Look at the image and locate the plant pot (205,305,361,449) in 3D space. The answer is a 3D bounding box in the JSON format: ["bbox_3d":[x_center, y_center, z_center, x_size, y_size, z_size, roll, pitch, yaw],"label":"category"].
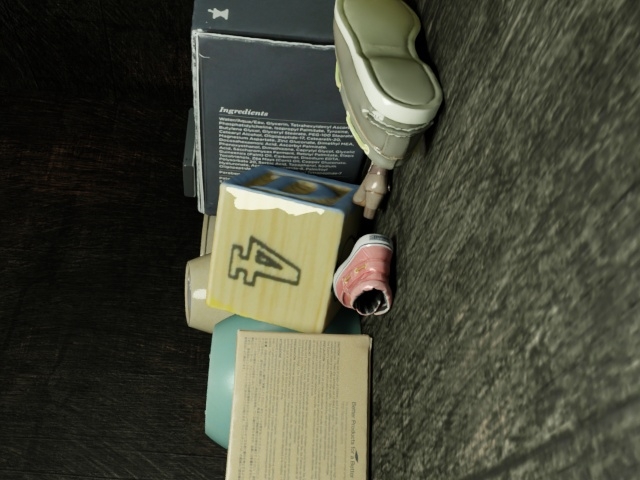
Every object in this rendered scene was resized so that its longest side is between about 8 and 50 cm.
[{"bbox_3d":[-0.070,0.237,1.208,0.293,0.235,0.292,-175,90,-84],"label":"plant pot"}]

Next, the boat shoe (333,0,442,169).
[{"bbox_3d":[0.066,-0.206,0.848,0.305,0.109,0.091,-97,18,-46],"label":"boat shoe"}]

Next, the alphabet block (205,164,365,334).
[{"bbox_3d":[-0.049,0.007,1.121,0.192,0.194,0.197,-42,-36,-68],"label":"alphabet block"}]

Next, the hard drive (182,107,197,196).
[{"bbox_3d":[-0.234,-0.162,1.314,0.094,0.022,0.135,103,168,-58],"label":"hard drive"}]

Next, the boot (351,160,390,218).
[{"bbox_3d":[0.076,-0.084,1.017,0.118,0.042,0.086,-104,26,-68],"label":"boot"}]

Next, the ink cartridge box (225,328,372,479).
[{"bbox_3d":[-0.030,0.250,1.011,0.088,0.194,0.234,105,169,-70],"label":"ink cartridge box"}]

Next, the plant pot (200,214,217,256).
[{"bbox_3d":[-0.184,0.051,2.067,0.334,0.306,0.333,-176,90,-83],"label":"plant pot"}]

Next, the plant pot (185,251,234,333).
[{"bbox_3d":[-0.124,0.103,1.421,0.256,0.274,0.256,179,90,-74],"label":"plant pot"}]

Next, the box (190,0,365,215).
[{"bbox_3d":[-0.063,-0.355,1.273,0.471,0.298,0.479,101,170,-60],"label":"box"}]

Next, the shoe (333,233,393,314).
[{"bbox_3d":[0.055,0.069,0.963,0.178,0.064,0.081,112,166,-58],"label":"shoe"}]
